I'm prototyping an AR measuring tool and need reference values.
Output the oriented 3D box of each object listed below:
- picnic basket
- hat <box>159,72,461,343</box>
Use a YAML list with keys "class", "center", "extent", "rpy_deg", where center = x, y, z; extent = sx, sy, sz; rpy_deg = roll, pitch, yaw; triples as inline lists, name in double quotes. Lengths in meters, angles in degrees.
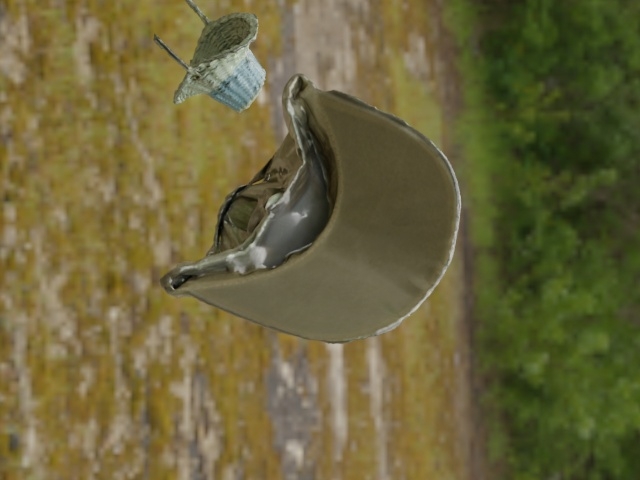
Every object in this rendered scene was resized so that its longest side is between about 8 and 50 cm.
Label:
- class: "picnic basket"
  center: [-0.075, -0.125, 1.066]
  extent: [0.083, 0.083, 0.065]
  rpy_deg: [38, 40, -18]
- class: "hat"
  center: [0.000, 0.000, 1.297]
  extent: [0.214, 0.244, 0.149]
  rpy_deg: [-56, 158, -9]
